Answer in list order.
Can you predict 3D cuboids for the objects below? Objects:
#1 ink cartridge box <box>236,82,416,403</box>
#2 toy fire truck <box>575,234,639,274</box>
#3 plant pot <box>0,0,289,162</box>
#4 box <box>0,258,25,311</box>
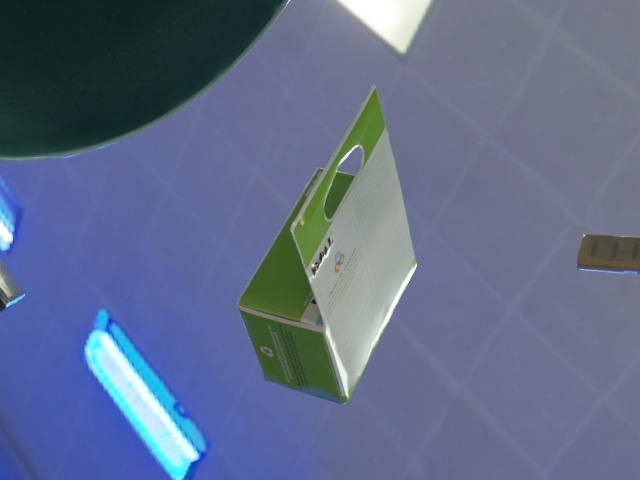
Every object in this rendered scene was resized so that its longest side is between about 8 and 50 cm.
[{"bbox_3d":[0.000,0.000,0.979,0.097,0.189,0.255,12,-37,25],"label":"ink cartridge box"},{"bbox_3d":[0.444,0.000,1.202,0.246,0.217,0.158,25,-43,-7],"label":"toy fire truck"},{"bbox_3d":[-0.161,-0.216,0.563,0.195,0.290,0.290,50,-54,28],"label":"plant pot"},{"bbox_3d":[-0.363,0.041,0.815,0.153,0.207,0.108,58,-7,-6],"label":"box"}]
